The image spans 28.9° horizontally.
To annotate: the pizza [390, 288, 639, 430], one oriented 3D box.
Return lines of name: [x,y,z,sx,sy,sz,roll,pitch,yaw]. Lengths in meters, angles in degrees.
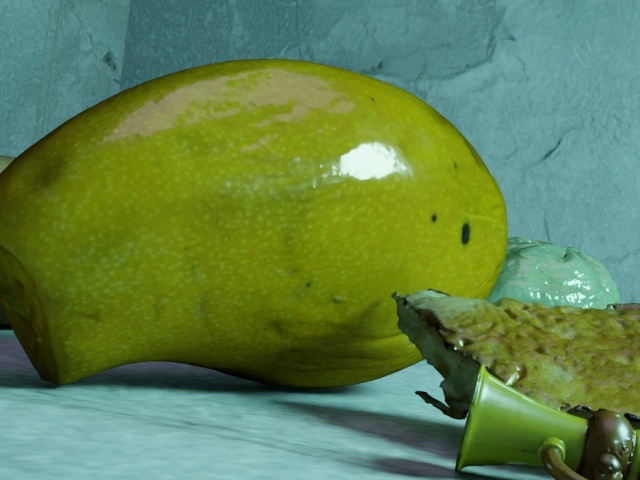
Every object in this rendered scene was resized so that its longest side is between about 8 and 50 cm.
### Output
pizza: [0.139,0.077,0.597,0.226,0.069,0.147,4,21,9]

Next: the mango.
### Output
mango: [-0.024,-0.008,0.691,0.359,0.187,0.144,6,14,-44]

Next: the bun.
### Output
bun: [0.212,0.056,1.288,0.195,0.118,0.195,4,2,0]

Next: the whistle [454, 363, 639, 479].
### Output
whistle: [0.109,0.083,0.496,0.109,0.046,0.057,13,-13,13]

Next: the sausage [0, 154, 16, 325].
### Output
sausage: [-0.207,0.002,0.885,0.123,0.123,0.253,7,1,33]
